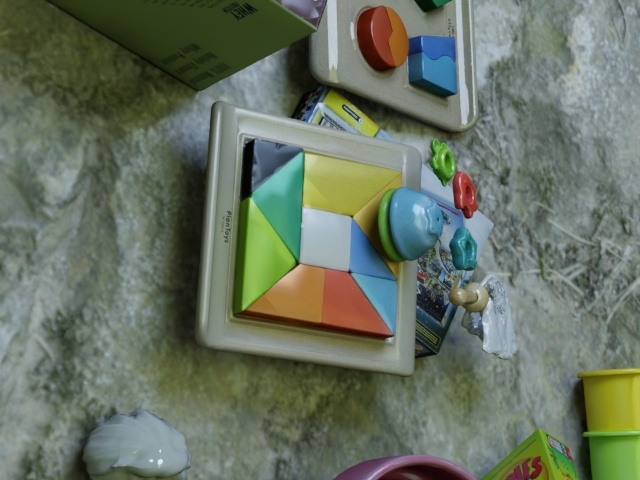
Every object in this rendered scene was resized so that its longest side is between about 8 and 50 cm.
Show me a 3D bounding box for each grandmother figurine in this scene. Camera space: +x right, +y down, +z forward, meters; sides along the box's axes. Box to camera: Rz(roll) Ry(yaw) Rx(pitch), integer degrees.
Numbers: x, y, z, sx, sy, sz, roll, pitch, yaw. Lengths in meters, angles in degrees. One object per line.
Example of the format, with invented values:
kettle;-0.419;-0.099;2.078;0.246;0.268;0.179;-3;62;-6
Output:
grandmother figurine;-0.159;0.303;1.172;0.208;0.104;0.342;31;57;-56

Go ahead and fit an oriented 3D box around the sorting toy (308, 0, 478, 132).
sorting toy;0.079;-0.277;1.467;0.229;0.041;0.307;13;70;-45

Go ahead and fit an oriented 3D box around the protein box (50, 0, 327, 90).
protein box;-0.114;-0.256;1.256;0.201;0.200;0.136;30;64;-26

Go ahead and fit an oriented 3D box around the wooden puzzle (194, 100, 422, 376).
wooden puzzle;0.000;0.000;1.318;0.239;0.044;0.221;12;73;-32

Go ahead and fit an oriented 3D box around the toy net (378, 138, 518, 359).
toy net;0.129;0.020;1.389;0.232;0.045;0.122;57;37;-36

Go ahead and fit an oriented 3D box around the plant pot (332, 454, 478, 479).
plant pot;0.037;0.289;1.252;0.201;0.180;0.201;9;74;-33

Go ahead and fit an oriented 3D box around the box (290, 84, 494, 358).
box;0.048;-0.016;1.410;0.233;0.044;0.159;39;61;-22

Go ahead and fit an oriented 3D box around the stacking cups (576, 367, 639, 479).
stacking cups;0.326;0.289;1.507;0.096;0.096;0.316;0;81;-35

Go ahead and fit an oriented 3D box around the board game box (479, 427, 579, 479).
board game box;0.205;0.269;1.369;0.043;0.092;0.181;34;23;-24
